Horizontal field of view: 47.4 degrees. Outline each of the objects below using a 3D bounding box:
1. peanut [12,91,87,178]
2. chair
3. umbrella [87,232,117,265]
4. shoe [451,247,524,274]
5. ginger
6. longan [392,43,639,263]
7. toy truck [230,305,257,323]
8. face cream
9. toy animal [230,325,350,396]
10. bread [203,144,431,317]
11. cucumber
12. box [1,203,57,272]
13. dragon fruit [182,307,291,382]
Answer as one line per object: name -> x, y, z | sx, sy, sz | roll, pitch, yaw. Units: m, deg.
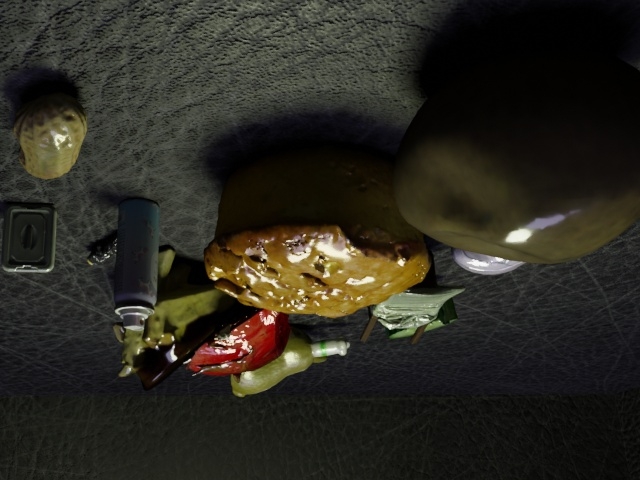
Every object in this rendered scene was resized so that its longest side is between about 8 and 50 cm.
peanut -> -0.375, -0.138, 1.003 | 0.094, 0.083, 0.194 | 9, 157, -26
chair -> 0.173, 0.094, 1.530 | 0.160, 0.186, 0.319 | 2, 151, -8
umbrella -> -0.434, 0.019, 1.479 | 0.040, 0.037, 0.144 | 17, 150, -39
shoe -> 0.379, -0.003, 1.433 | 0.245, 0.095, 0.137 | -9, 155, 8
ginger -> -0.333, 0.159, 1.678 | 0.358, 0.211, 0.413 | -38, 176, -27
longan -> 0.251, -0.106, 0.914 | 0.350, 0.288, 0.289 | -7, 161, 45
toy truck -> -0.222, 0.202, 1.915 | 0.259, 0.088, 0.121 | -14, 155, 32
face cream -> -0.324, 0.044, 1.284 | 0.075, 0.229, 0.075 | -2, 160, -1
toy animal -> -0.112, 0.323, 2.162 | 0.363, 0.180, 0.181 | -21, 170, -13
bread -> 0.000, 0.000, 1.229 | 0.399, 0.215, 0.398 | -1, 158, 0
cucumber -> 0.242, 0.174, 1.836 | 0.191, 0.130, 0.191 | -4, 163, -1
box -> -0.520, -0.001, 1.312 | 0.089, 0.122, 0.062 | 2, 170, -11
dragon fruit -> -0.175, 0.259, 1.710 | 0.282, 0.100, 0.343 | -26, 162, -6
